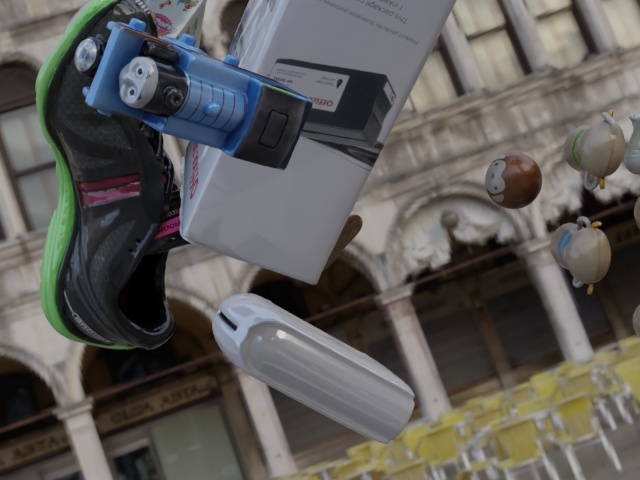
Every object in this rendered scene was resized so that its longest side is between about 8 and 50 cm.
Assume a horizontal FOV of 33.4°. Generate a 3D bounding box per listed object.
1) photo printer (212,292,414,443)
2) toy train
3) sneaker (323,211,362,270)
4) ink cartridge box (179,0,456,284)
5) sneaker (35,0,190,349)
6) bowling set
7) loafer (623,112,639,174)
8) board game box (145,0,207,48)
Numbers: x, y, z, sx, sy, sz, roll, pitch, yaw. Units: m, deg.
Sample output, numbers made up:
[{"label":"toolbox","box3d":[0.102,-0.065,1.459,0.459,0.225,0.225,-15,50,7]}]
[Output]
[{"label":"photo printer","box3d":[-0.026,0.188,1.667,0.107,0.307,0.256,-60,15,-1]},{"label":"toy train","box3d":[-0.097,-0.113,0.820,0.184,0.080,0.105,13,13,-47]},{"label":"sneaker","box3d":[0.000,0.000,1.493,0.118,0.042,0.067,-42,32,-11]},{"label":"ink cartridge box","box3d":[-0.010,-0.194,1.181,0.285,0.166,0.395,-102,36,-65]},{"label":"sneaker","box3d":[-0.230,-0.076,1.321,0.202,0.483,0.185,18,32,20]},{"label":"bowling set","box3d":[0.252,-0.025,0.951,0.199,0.287,0.154,1,6,2]},{"label":"loafer","box3d":[0.295,-0.117,0.640,0.268,0.092,0.102,-25,6,-6]},{"label":"board game box","box3d":[-0.327,-0.319,2.027,0.224,0.097,0.303,109,-173,-53]}]
